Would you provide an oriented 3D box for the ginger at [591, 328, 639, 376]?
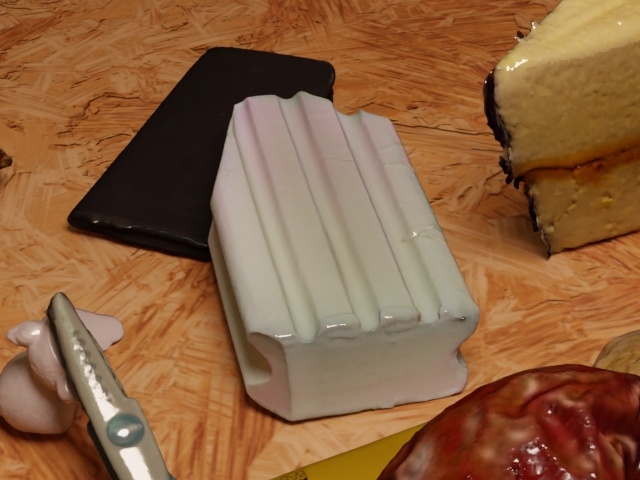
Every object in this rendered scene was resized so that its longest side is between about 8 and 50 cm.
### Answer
[{"bbox_3d":[0.284,0.151,1.050,0.138,0.152,0.267,-17,34,32],"label":"ginger"}]

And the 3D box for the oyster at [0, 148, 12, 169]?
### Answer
[{"bbox_3d":[-0.544,-0.060,1.409,0.396,0.110,0.204,-12,14,-18],"label":"oyster"}]

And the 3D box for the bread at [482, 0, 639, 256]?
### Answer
[{"bbox_3d":[0.307,-0.163,1.317,0.405,0.345,0.242,-19,48,-9],"label":"bread"}]

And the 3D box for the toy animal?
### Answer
[{"bbox_3d":[-0.261,0.118,1.149,0.127,0.182,0.131,37,39,-17],"label":"toy animal"}]

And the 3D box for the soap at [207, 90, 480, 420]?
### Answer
[{"bbox_3d":[0.000,0.000,1.245,0.208,0.115,0.347,-7,44,-12],"label":"soap"}]

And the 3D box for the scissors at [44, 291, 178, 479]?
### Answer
[{"bbox_3d":[-0.156,0.167,1.030,0.138,0.041,0.289,-22,71,-22],"label":"scissors"}]

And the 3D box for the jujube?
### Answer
[{"bbox_3d":[0.144,0.257,0.806,0.277,0.276,0.376,2,43,6],"label":"jujube"}]

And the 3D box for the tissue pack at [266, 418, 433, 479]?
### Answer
[{"bbox_3d":[0.047,0.221,1.012,0.169,0.082,0.120,-17,39,-18],"label":"tissue pack"}]

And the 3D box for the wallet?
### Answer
[{"bbox_3d":[-0.122,-0.107,1.475,0.197,0.051,0.377,13,42,17],"label":"wallet"}]
